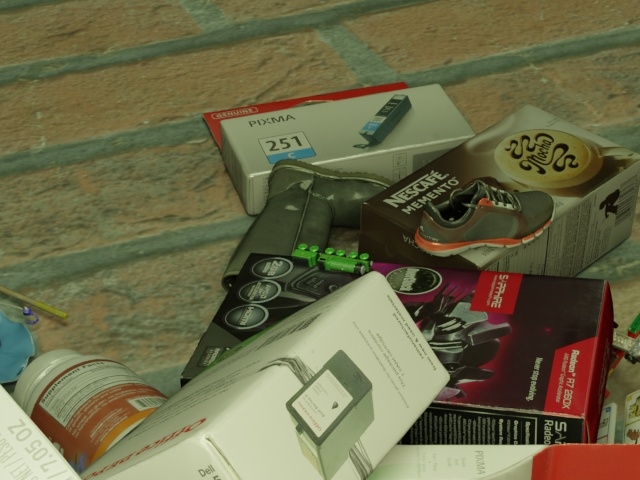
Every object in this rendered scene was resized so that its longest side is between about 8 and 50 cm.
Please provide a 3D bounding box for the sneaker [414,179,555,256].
[{"bbox_3d":[0.173,-0.030,1.508,0.158,0.064,0.061,-16,41,-21],"label":"sneaker"}]

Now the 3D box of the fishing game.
[{"bbox_3d":[-0.394,0.117,1.546,0.189,0.041,0.264,22,41,34],"label":"fishing game"}]

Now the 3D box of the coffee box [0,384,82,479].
[{"bbox_3d":[-0.374,0.217,0.990,0.334,0.338,0.337,-37,73,-24],"label":"coffee box"}]

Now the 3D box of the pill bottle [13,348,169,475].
[{"bbox_3d":[-0.194,0.177,1.346,0.121,0.121,0.216,-23,28,-28],"label":"pill bottle"}]

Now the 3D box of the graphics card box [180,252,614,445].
[{"bbox_3d":[0.079,0.115,1.391,0.371,0.094,0.232,4,31,15],"label":"graphics card box"}]

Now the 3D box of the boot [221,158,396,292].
[{"bbox_3d":[0.001,0.002,1.669,0.190,0.076,0.208,10,36,4],"label":"boot"}]

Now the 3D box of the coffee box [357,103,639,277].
[{"bbox_3d":[0.201,-0.022,1.653,0.168,0.118,0.297,31,46,34],"label":"coffee box"}]

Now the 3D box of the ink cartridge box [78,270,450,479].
[{"bbox_3d":[-0.053,0.157,1.141,0.198,0.114,0.273,-30,6,37],"label":"ink cartridge box"}]

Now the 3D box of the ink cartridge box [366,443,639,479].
[{"bbox_3d":[0.146,0.247,1.205,0.225,0.181,0.056,1,34,3],"label":"ink cartridge box"}]

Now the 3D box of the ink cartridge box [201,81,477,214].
[{"bbox_3d":[0.016,-0.148,1.898,0.296,0.066,0.261,-11,36,-14],"label":"ink cartridge box"}]

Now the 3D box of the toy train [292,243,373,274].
[{"bbox_3d":[0.011,0.020,1.458,0.083,0.017,0.023,9,40,23],"label":"toy train"}]

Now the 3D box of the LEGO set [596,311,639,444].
[{"bbox_3d":[0.330,0.117,1.428,0.182,0.060,0.244,-32,29,37],"label":"LEGO set"}]
